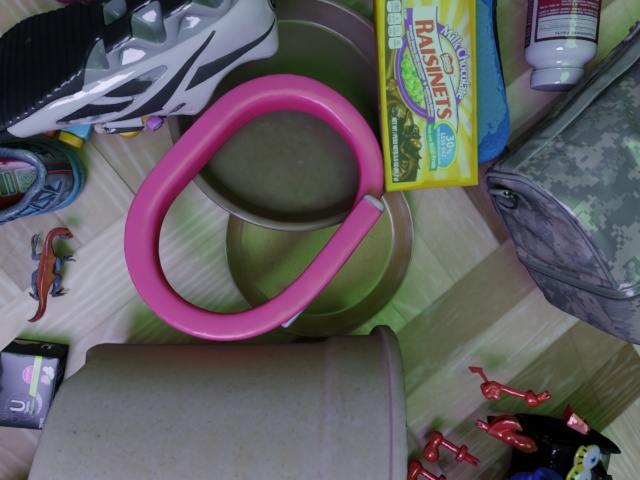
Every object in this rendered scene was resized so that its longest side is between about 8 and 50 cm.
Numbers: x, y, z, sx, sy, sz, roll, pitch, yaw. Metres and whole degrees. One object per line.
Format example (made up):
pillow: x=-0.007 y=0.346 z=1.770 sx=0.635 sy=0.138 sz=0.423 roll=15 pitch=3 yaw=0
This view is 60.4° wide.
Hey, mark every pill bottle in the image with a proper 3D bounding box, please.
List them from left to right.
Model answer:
pill bottle: x=0.302 y=-0.268 z=0.687 sx=0.085 sy=0.086 sz=0.152 roll=1 pitch=97 yaw=-13

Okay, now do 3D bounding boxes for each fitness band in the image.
fitness band: x=-0.062 y=-0.035 z=0.557 sx=0.209 sy=0.054 sz=0.291 roll=40 pitch=80 yaw=2

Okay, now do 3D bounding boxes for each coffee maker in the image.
coffee maker: x=0.297 y=0.339 z=0.751 sx=0.171 sy=0.120 sz=0.179 roll=12 pitch=93 yaw=15

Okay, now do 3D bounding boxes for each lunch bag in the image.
lunch bag: x=0.364 y=-0.078 z=0.645 sx=0.305 sy=0.212 sz=0.256 roll=-42 pitch=115 yaw=-4

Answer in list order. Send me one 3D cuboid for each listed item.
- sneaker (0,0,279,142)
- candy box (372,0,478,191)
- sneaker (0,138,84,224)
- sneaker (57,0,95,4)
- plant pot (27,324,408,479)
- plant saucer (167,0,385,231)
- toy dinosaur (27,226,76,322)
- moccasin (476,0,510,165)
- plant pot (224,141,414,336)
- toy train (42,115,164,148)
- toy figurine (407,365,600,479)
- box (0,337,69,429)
sneaker: x=-0.189 y=-0.154 z=0.529 sx=0.330 sy=0.146 sz=0.123 roll=-18 pitch=65 yaw=15
candy box: x=0.113 y=-0.158 z=0.584 sx=0.105 sy=0.027 sz=0.206 roll=-5 pitch=101 yaw=-5
sneaker: x=-0.378 y=-0.046 z=0.539 sx=0.261 sy=0.125 sz=0.104 roll=-21 pitch=100 yaw=-10
sneaker: x=-0.309 y=-0.342 z=0.534 sx=0.252 sy=0.103 sz=0.111 roll=42 pitch=88 yaw=-14
plant pot: x=-0.098 y=0.233 z=0.559 sx=0.305 sy=0.334 sz=0.334 roll=8 pitch=94 yaw=-2
plant saucer: x=-0.031 y=-0.146 z=0.626 sx=0.277 sy=0.041 sz=0.278 roll=1 pitch=84 yaw=-9
toy dinosaur: x=-0.291 y=0.029 z=0.600 sx=0.047 sy=0.090 sz=0.082 roll=4 pitch=128 yaw=-28
moccasin: x=0.133 y=-0.256 z=0.640 sx=0.137 sy=0.117 sz=0.343 roll=-7 pitch=102 yaw=0
plant pot: x=0.000 y=0.000 z=0.677 sx=0.236 sy=0.032 sz=0.237 roll=-1 pitch=96 yaw=-12
toy train: x=-0.234 y=-0.167 z=0.603 sx=0.166 sy=0.046 sz=0.125 roll=-19 pitch=90 yaw=-8
toy figurine: x=0.170 y=0.344 z=0.613 sx=0.191 sy=0.217 sz=0.363 roll=30 pitch=98 yaw=15
box: x=-0.323 y=0.159 z=0.612 sx=0.062 sy=0.052 sz=0.084 roll=10 pitch=95 yaw=-14
